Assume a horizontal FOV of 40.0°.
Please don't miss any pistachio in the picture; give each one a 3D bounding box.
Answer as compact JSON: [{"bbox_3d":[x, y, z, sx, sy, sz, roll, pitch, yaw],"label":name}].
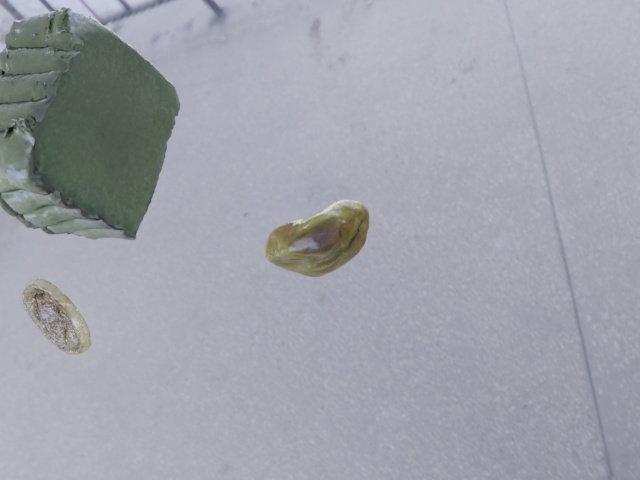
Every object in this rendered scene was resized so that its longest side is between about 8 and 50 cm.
[{"bbox_3d":[0.000,0.004,1.462,0.189,0.110,0.100,-22,18,1],"label":"pistachio"}]

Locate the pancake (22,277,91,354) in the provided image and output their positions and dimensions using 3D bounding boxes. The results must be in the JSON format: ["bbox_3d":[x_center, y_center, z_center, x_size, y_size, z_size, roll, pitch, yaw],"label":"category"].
[{"bbox_3d":[-0.393,0.115,1.309,0.139,0.139,0.022,9,37,39],"label":"pancake"}]

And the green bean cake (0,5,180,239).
[{"bbox_3d":[-0.280,-0.124,1.007,0.125,0.222,0.227,-2,67,27],"label":"green bean cake"}]
